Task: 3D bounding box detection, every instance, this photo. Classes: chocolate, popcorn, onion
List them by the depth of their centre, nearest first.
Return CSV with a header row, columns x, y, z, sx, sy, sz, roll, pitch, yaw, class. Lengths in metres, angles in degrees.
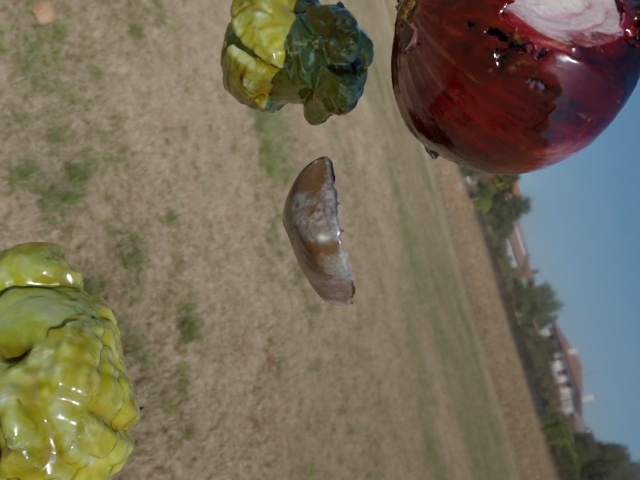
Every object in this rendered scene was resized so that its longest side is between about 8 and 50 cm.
x,y,z,sx,sy,sz,roll,pitch,yaw,class
-0.292,0.156,0.784,0.286,0.174,0.225,-123,-160,-45,popcorn
0.233,-0.241,0.928,0.341,0.341,0.341,-18,90,-77,onion
0.000,0.000,1.191,0.303,0.100,0.185,71,6,-71,chocolate
-0.038,-0.320,1.248,0.225,0.277,0.276,101,-12,-45,popcorn

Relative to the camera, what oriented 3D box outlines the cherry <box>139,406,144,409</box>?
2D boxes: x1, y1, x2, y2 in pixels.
x,y,z,sx,sy,sz,roll,pitch,yaw,class
-0.423,0.339,1.250,0.107,0.225,0.090,41,-22,12,cherry
